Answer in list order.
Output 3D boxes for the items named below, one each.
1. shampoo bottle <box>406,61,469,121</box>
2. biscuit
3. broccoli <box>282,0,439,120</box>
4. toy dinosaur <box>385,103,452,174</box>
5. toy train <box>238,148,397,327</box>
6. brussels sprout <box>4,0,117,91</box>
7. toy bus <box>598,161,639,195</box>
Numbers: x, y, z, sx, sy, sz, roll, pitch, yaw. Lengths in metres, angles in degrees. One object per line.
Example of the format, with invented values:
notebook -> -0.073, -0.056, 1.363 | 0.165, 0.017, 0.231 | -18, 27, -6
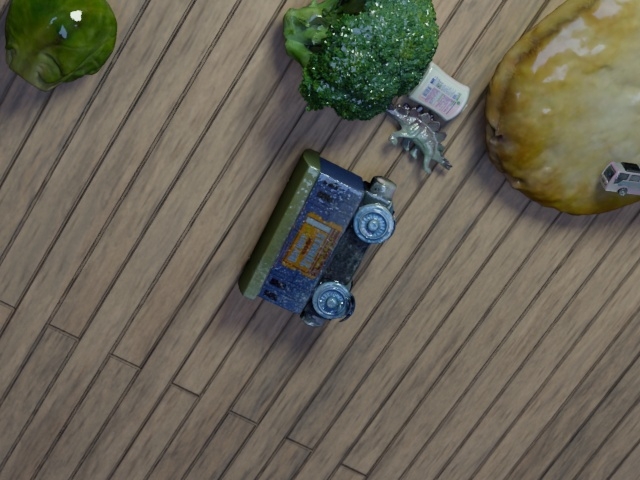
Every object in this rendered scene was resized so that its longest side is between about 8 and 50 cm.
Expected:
shampoo bottle -> 0.203, -0.246, 1.887 | 0.099, 0.043, 0.072 | 30, 107, -18
biscuit -> 0.491, -0.229, 1.868 | 0.446, 0.104, 0.429 | -35, 126, 20
broccoli -> 0.064, -0.319, 1.764 | 0.242, 0.261, 0.269 | 12, 114, 31
toy dinosaur -> 0.153, -0.191, 1.907 | 0.209, 0.039, 0.082 | 36, 105, -18
toy train -> 0.000, 0.000, 1.933 | 0.202, 0.131, 0.299 | 25, 108, -8
brussels sprout -> -0.410, -0.323, 1.741 | 0.181, 0.144, 0.161 | -41, 147, -1
toy bus -> 0.537, -0.101, 1.891 | 0.131, 0.037, 0.052 | 7, 130, -19
